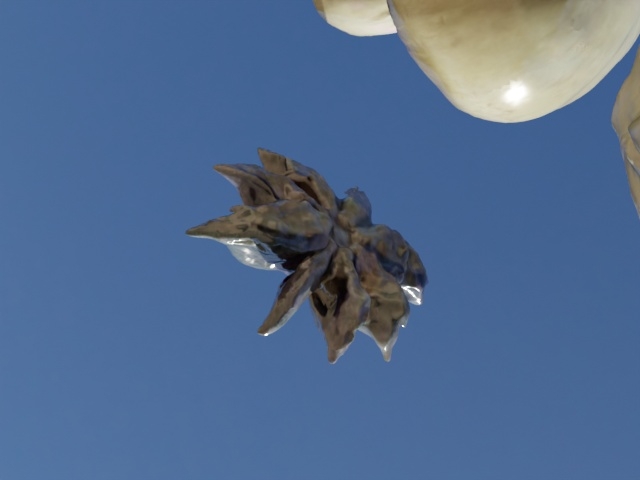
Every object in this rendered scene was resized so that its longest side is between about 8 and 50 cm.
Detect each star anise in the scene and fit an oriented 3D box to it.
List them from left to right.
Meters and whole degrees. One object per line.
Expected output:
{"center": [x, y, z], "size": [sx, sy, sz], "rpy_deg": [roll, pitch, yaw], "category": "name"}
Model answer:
{"center": [0.000, 0.000, 1.109], "size": [0.061, 0.204, 0.181], "rpy_deg": [-44, -152, 31], "category": "star anise"}

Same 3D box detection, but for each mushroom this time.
{"center": [0.096, -0.203, 1.064], "size": [0.234, 0.260, 0.254], "rpy_deg": [-14, -65, 29], "category": "mushroom"}

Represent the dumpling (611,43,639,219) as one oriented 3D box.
{"center": [0.206, -0.037, 0.798], "size": [0.127, 0.108, 0.188], "rpy_deg": [-28, -95, 33], "category": "dumpling"}
